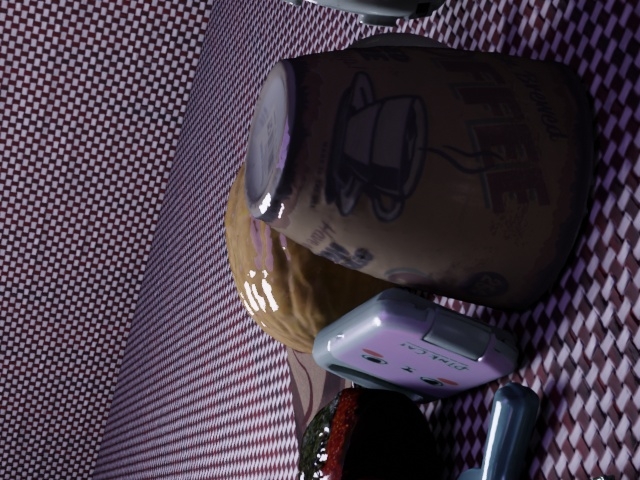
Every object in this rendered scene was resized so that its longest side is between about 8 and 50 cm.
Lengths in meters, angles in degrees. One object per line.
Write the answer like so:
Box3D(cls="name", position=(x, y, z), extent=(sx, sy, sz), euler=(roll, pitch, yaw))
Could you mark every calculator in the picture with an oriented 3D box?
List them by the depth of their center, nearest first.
Box3D(cls="calculator", position=(0.083, 0.102, 1.089), extent=(0.246, 0.141, 0.045), euler=(-38, 32, 65))

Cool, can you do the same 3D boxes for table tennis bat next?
Box3D(cls="table tennis bat", position=(0.145, 0.233, 0.998), extent=(0.149, 0.038, 0.237), euler=(-132, 49, -67))

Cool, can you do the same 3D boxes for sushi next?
Box3D(cls="sushi", position=(0.045, 0.259, 1.132), extent=(0.126, 0.136, 0.225), euler=(139, 137, -62))

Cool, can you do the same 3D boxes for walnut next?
Box3D(cls="walnut", position=(0.000, 0.000, 1.286), extent=(0.225, 0.225, 0.261), euler=(138, 130, -64))

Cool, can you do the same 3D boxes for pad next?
Box3D(cls="pad", position=(0.003, 0.221, 1.388), extent=(0.330, 0.004, 0.220), euler=(-152, 55, -73))

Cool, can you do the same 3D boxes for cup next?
Box3D(cls="cup", position=(0.070, -0.098, 1.042), extent=(0.301, 0.257, 0.227), euler=(-96, 25, -46))

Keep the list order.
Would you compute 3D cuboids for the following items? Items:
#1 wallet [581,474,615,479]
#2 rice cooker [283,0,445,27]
Box3D(cls="wallet", position=(0.171, 0.296, 0.841), extent=(0.160, 0.055, 0.236), euler=(-32, 48, 59))
Box3D(cls="rice cooker", position=(0.051, -0.372, 1.272), extent=(0.280, 0.241, 0.227), euler=(31, 121, 33))
